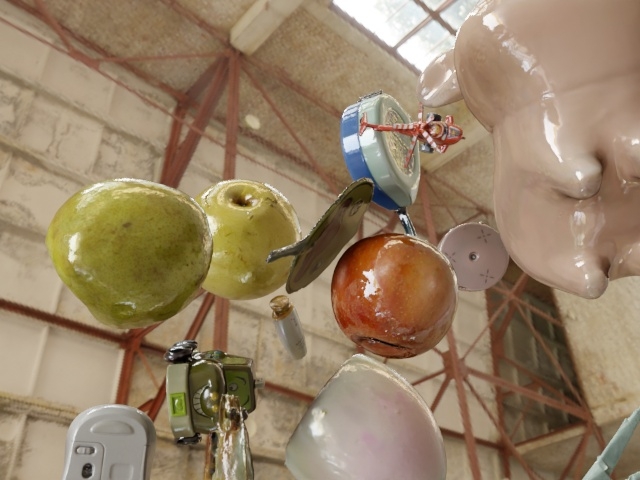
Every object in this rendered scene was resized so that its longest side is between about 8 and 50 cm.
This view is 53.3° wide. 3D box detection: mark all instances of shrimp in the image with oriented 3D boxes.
[{"bbox_3d":[-0.132,0.319,0.870,0.051,0.115,0.217,14,-111,-49],"label":"shrimp"}]

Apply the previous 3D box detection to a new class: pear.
[{"bbox_3d":[-0.358,0.021,1.252,0.304,0.304,0.303,29,-137,-32],"label":"pear"},{"bbox_3d":[-0.213,-0.004,1.719,0.348,0.348,0.348,29,-137,-32],"label":"pear"}]

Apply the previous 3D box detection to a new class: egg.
[{"bbox_3d":[0.138,0.496,1.515,0.340,0.354,0.354,32,-150,20],"label":"egg"}]

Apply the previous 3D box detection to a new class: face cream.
[{"bbox_3d":[-0.074,0.209,1.519,0.072,0.051,0.182,-54,-40,-41],"label":"face cream"}]

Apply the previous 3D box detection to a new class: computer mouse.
[{"bbox_3d":[-0.406,0.459,1.190,0.184,0.121,0.296,5,-111,-18],"label":"computer mouse"}]

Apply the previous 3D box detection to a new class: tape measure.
[{"bbox_3d":[0.124,-0.114,1.221,0.215,0.098,0.351,35,-134,-50],"label":"tape measure"}]

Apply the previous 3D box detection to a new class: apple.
[{"bbox_3d":[0.115,0.098,1.024,0.235,0.210,0.173,60,-138,-48],"label":"apple"}]

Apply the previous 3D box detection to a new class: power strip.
[{"bbox_3d":[0.330,0.035,1.393,0.154,0.154,0.078,61,-179,8],"label":"power strip"}]

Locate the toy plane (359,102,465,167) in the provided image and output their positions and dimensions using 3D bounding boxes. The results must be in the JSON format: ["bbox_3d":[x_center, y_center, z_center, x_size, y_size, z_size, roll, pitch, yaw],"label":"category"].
[{"bbox_3d":[0.150,-0.175,1.063,0.077,0.194,0.126,10,-106,-43],"label":"toy plane"}]

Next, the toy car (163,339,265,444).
[{"bbox_3d":[-0.218,0.313,1.355,0.248,0.198,0.204,154,111,-88],"label":"toy car"}]

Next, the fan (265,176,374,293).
[{"bbox_3d":[-0.001,-0.001,0.987,0.011,0.229,0.335,37,-161,14],"label":"fan"}]

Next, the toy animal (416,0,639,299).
[{"bbox_3d":[0.244,-0.113,0.623,0.269,0.237,0.326,-107,4,-56],"label":"toy animal"}]

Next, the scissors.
[{"bbox_3d":[0.345,0.395,0.900,0.256,0.383,0.029,48,176,9],"label":"scissors"}]
